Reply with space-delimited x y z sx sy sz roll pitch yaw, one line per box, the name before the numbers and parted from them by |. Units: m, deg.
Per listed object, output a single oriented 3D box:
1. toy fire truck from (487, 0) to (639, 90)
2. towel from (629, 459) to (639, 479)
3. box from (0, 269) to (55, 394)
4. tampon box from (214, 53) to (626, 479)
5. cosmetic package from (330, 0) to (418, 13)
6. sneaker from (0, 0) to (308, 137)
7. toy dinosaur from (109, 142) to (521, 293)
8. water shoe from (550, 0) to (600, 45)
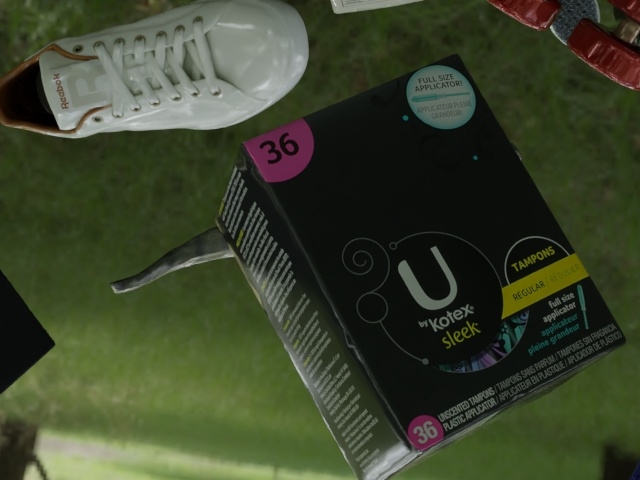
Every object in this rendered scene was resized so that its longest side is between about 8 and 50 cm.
toy fire truck | 0.329 -0.290 1.467 0.302 0.169 0.254 37 -159 17
towel | 0.204 0.182 0.732 0.076 0.308 0.227 27 -175 -11
box | -0.355 0.134 1.002 0.261 0.103 0.184 -31 -168 29
tampon box | 0.042 0.016 0.640 0.120 0.161 0.101 -25 167 -20
cosmetic package | 0.063 -0.349 1.410 0.153 0.129 0.296 -10 173 3
sneaker | -0.148 -0.128 1.090 0.290 0.106 0.123 -9 -168 33
toy dinosaur | 0.000 0.000 0.868 0.268 0.064 0.118 -24 143 -7
water shoe | 0.323 -0.357 1.828 0.073 0.080 0.203 -28 129 15
